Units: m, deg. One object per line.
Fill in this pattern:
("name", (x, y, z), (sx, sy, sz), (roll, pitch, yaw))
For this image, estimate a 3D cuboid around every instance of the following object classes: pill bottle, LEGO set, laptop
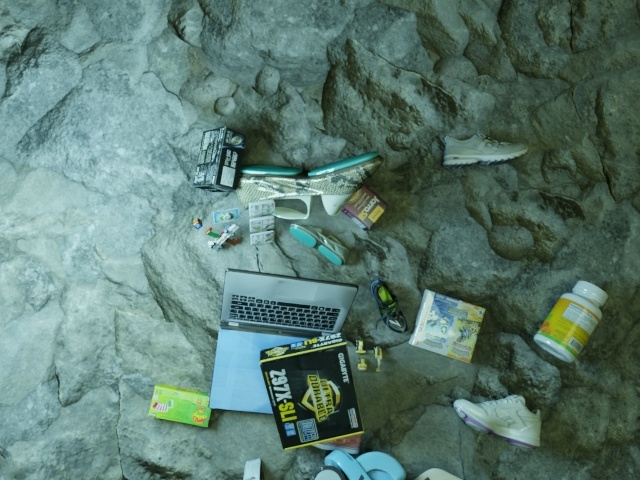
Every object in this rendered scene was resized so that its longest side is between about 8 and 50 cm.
("pill bottle", (0.817, 0.257, 1.683), (0.136, 0.136, 0.246), (37, 84, -3))
("LEGO set", (-0.263, -0.049, 1.582), (0.244, 0.183, 0.060), (-11, 50, -15))
("laptop", (-0.115, 0.316, 1.530), (0.381, 0.408, 0.237), (8, 47, -9))

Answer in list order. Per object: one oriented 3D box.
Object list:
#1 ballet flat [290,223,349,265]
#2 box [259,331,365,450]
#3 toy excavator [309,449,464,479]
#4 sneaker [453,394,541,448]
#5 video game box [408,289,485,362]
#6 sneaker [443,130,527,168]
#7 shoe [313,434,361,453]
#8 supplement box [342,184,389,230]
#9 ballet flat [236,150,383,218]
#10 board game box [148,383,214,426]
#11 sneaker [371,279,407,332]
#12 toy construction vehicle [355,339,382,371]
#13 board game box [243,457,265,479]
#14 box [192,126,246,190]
("ballet flat", (0.000, 0.000, 1.659), (0.213, 0.072, 0.068), (35, 57, -4))
("box", (-0.022, 0.448, 1.537), (0.256, 0.079, 0.322), (-11, 111, 0))
("toy excavator", (0.234, 0.752, 1.534), (0.445, 0.222, 0.433), (-32, 63, -25))
("sneaker", (0.570, 0.553, 1.671), (0.304, 0.114, 0.152), (23, 71, -8))
("video game box", (0.411, 0.278, 1.687), (0.205, 0.048, 0.187), (18, 88, -4))
("sneaker", (0.541, -0.307, 1.701), (0.280, 0.105, 0.116), (-5, 88, -5))
("shoe", (0.045, 0.609, 1.626), (0.177, 0.063, 0.081), (15, 84, -10))
("supplement box", (0.112, -0.131, 1.661), (0.188, 0.081, 0.104), (40, 84, -2))
("ballet flat", (-0.035, -0.155, 1.565), (0.481, 0.164, 0.182), (-3, 108, 21))
("board game box", (-0.423, 0.505, 1.592), (0.181, 0.043, 0.092), (12, 86, -5))
("sneaker", (0.219, 0.213, 1.654), (0.067, 0.078, 0.188), (-27, 90, -6))
("toy construction vehicle", (0.155, 0.369, 1.661), (0.085, 0.035, 0.099), (3, 87, -5))
("board game box", (-0.171, 0.829, 1.525), (0.053, 0.193, 0.306), (-12, 89, -6))
("box", (-0.309, -0.243, 1.585), (0.077, 0.147, 0.180), (13, 84, -39))
